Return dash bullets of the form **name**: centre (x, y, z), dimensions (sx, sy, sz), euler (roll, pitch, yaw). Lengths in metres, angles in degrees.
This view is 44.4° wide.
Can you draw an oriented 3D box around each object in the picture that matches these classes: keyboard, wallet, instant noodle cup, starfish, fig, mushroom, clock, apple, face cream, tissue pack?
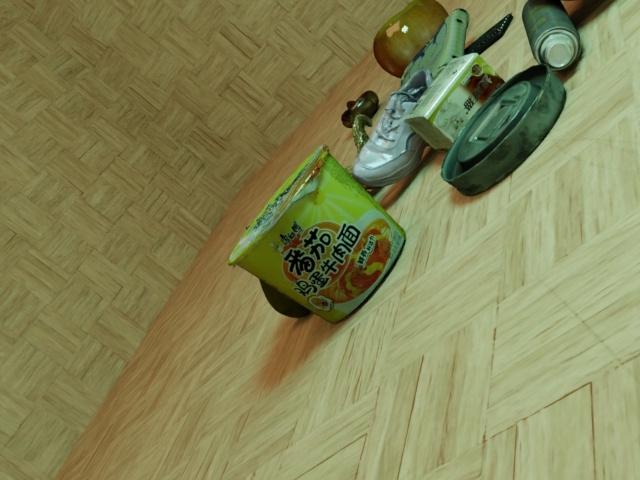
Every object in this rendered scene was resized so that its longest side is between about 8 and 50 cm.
- **keyboard**: centre (0.345, -0.432, 1.793), dimensions (0.087, 0.017, 0.250), euler (-57, 13, -29)
- **wallet**: centre (0.254, -0.387, 1.798), dimensions (0.223, 0.077, 0.309), euler (-48, 15, 36)
- **instant noodle cup**: centre (0.000, 0.000, 1.306), dimensions (0.264, 0.200, 0.264), euler (-48, 11, 13)
- **starfish**: centre (0.090, -0.147, 1.668), dimensions (0.303, 0.113, 0.312), euler (-44, 22, 41)
- **fig**: centre (-0.063, 0.054, 1.455), dimensions (0.133, 0.185, 0.127), euler (-46, 39, -11)
- **mushroom**: centre (0.119, -0.394, 2.378), dimensions (0.135, 0.080, 0.170), euler (-38, 11, 0)
- **clock**: centre (0.272, -0.165, 1.176), dimensions (0.226, 0.049, 0.226), euler (-48, 13, 15)
- **apple**: centre (0.253, -0.531, 2.081), dimensions (0.235, 0.173, 0.210), euler (-44, 5, -11)
- **face cream**: centre (0.370, -0.335, 1.261), dimensions (0.073, 0.073, 0.283), euler (-45, 13, 27)
- **tissue pack**: centre (0.241, -0.243, 1.397), dimensions (0.148, 0.099, 0.106), euler (-52, 15, -6)

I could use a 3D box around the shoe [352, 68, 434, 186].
- **shoe**: centre (0.147, -0.211, 1.475), dimensions (0.245, 0.137, 0.095), euler (-43, 47, -17)
